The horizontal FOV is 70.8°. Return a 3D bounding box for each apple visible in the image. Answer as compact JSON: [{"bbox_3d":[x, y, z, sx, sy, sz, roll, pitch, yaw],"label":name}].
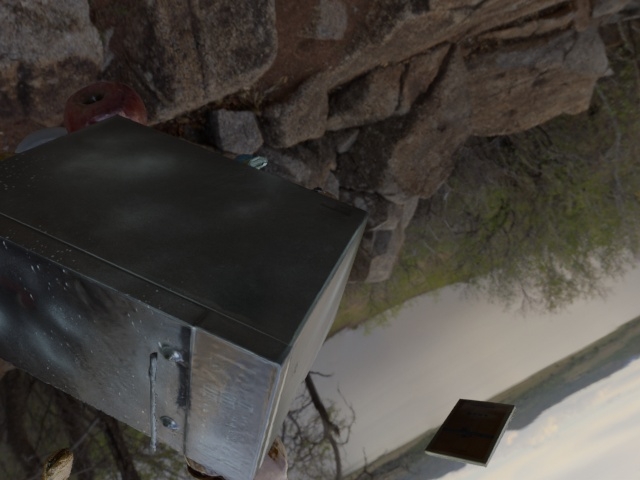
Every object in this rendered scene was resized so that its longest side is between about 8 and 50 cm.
[{"bbox_3d":[-0.417,-0.238,0.883,0.153,0.153,0.120,-25,142,-6],"label":"apple"}]

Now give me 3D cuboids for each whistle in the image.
[{"bbox_3d":[-0.180,-0.163,1.038,0.113,0.077,0.235,-27,-173,-21],"label":"whistle"}]

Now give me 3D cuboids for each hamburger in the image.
[{"bbox_3d":[-0.581,0.504,0.995,0.076,0.044,0.084,-31,133,-77],"label":"hamburger"}]

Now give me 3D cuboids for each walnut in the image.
[{"bbox_3d":[-0.200,0.519,1.103,0.209,0.336,0.209,-45,-170,10],"label":"walnut"}]

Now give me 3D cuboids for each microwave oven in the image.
[{"bbox_3d":[-0.198,0.041,0.617,0.374,0.431,0.237,-55,164,-52],"label":"microwave oven"}]

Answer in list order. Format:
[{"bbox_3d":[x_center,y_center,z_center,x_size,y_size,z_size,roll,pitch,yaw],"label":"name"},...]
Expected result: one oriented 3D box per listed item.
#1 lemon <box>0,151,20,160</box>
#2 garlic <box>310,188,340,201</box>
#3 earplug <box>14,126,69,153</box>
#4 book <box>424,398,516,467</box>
[{"bbox_3d":[-0.600,-0.060,0.892,0.204,0.204,0.260,-27,122,-3],"label":"lemon"},{"bbox_3d":[-0.002,0.006,1.291,0.151,0.339,0.196,-7,161,10],"label":"garlic"},{"bbox_3d":[-0.565,-0.163,1.067,0.325,0.175,0.214,-2,128,16],"label":"earplug"},{"bbox_3d":[0.408,0.509,1.215,0.170,0.018,0.241,-9,-167,41],"label":"book"}]
